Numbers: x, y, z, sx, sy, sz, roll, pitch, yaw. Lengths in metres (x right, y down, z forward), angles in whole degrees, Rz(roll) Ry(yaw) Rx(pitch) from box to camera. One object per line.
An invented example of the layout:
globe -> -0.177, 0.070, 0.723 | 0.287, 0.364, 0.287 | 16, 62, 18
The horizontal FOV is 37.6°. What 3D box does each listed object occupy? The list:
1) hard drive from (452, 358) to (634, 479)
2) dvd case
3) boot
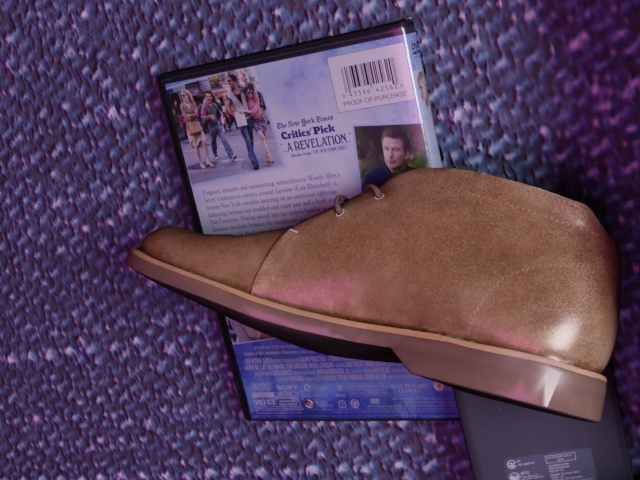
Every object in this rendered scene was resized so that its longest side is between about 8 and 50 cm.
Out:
hard drive -> 0.138, 0.127, 0.573 | 0.094, 0.022, 0.135 | -11, 104, 14
dvd case -> 0.000, 0.000, 0.610 | 0.180, 0.022, 0.253 | -6, 105, 28
boot -> 0.023, 0.014, 0.552 | 0.305, 0.112, 0.115 | 10, 82, 28
